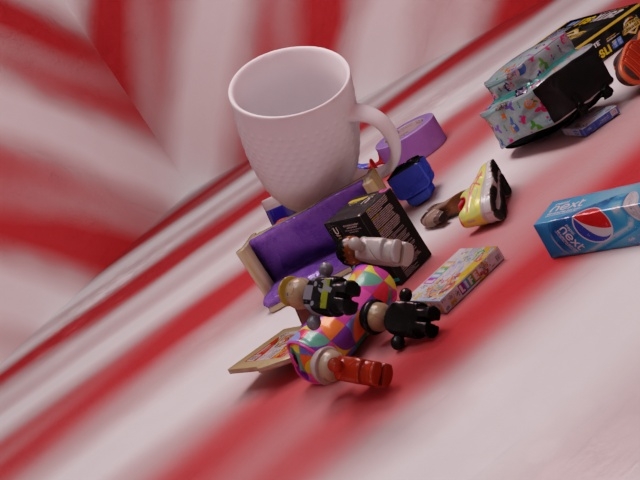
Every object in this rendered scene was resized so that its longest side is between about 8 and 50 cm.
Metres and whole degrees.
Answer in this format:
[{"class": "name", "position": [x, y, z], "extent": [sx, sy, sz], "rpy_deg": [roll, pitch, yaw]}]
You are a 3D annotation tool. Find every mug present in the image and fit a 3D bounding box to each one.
[{"class": "mug", "position": [0.002, -0.230, 2.012], "extent": [0.374, 0.328, 0.276], "rpy_deg": [7, 47, 20]}]

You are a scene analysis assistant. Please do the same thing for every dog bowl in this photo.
[{"class": "dog bowl", "position": [-0.016, -0.108, 2.310], "extent": [0.265, 0.104, 0.265], "rpy_deg": [-23, 4, 2]}]

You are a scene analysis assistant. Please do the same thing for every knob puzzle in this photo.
[{"class": "knob puzzle", "position": [-0.047, 0.200, 1.601], "extent": [0.213, 0.030, 0.213], "rpy_deg": [-22, 9, 4]}]

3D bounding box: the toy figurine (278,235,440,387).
[{"class": "toy figurine", "position": [0.058, 0.104, 1.344], "extent": [0.148, 0.210, 0.213], "rpy_deg": [1, 34, 47]}]

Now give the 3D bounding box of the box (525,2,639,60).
[{"class": "box", "position": [0.685, -0.522, 2.369], "extent": [0.257, 0.079, 0.322], "rpy_deg": [-34, 14, -12]}]

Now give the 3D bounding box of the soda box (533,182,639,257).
[{"class": "soda box", "position": [0.427, -0.032, 1.300], "extent": [0.071, 0.067, 0.210], "rpy_deg": [-42, 16, -34]}]

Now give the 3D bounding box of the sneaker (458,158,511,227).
[{"class": "sneaker", "position": [0.313, -0.090, 1.715], "extent": [0.094, 0.081, 0.208], "rpy_deg": [-27, 15, 29]}]

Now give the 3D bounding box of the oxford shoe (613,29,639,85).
[{"class": "oxford shoe", "position": [0.688, -0.384, 1.916], "extent": [0.271, 0.097, 0.098], "rpy_deg": [-42, -4, -46]}]

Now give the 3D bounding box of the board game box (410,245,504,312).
[{"class": "board game box", "position": [0.226, 0.066, 1.485], "extent": [0.154, 0.026, 0.103], "rpy_deg": [-40, 15, -25]}]

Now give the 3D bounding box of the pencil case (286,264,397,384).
[{"class": "pencil case", "position": [0.038, 0.139, 1.499], "extent": [0.104, 0.104, 0.236], "rpy_deg": [-17, 22, 48]}]

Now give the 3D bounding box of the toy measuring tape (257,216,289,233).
[{"class": "toy measuring tape", "position": [-0.011, -0.011, 2.144], "extent": [0.330, 0.121, 0.121], "rpy_deg": [-12, 19, 11]}]

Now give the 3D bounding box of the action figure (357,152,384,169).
[{"class": "action figure", "position": [0.052, -0.229, 2.641], "extent": [0.280, 0.139, 0.091], "rpy_deg": [-23, 16, 42]}]

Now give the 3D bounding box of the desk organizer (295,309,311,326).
[{"class": "desk organizer", "position": [0.016, 0.118, 1.661], "extent": [0.130, 0.050, 0.047], "rpy_deg": [-24, 9, -7]}]

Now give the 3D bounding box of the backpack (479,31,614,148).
[{"class": "backpack", "position": [0.468, -0.314, 1.900], "extent": [0.225, 0.191, 0.253], "rpy_deg": [-36, -2, -29]}]

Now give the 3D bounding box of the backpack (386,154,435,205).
[{"class": "backpack", "position": [0.216, -0.139, 2.043], "extent": [0.098, 0.101, 0.120], "rpy_deg": [-26, 12, 19]}]

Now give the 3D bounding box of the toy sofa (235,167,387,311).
[{"class": "toy sofa", "position": [0.000, 0.000, 1.942], "extent": [0.362, 0.150, 0.177], "rpy_deg": [-27, 14, 20]}]

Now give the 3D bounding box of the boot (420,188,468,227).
[{"class": "boot", "position": [0.261, -0.069, 1.835], "extent": [0.118, 0.042, 0.087], "rpy_deg": [-36, 12, -13]}]

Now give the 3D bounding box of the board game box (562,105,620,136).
[{"class": "board game box", "position": [0.563, -0.249, 1.828], "extent": [0.090, 0.020, 0.090], "rpy_deg": [-34, 14, -5]}]

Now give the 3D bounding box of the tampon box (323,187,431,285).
[{"class": "tampon box", "position": [0.110, -0.003, 1.690], "extent": [0.101, 0.161, 0.120], "rpy_deg": [-42, 17, -31]}]

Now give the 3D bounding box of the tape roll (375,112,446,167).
[{"class": "tape roll", "position": [0.253, -0.275, 2.462], "extent": [0.189, 0.080, 0.189], "rpy_deg": [-30, 15, 9]}]
